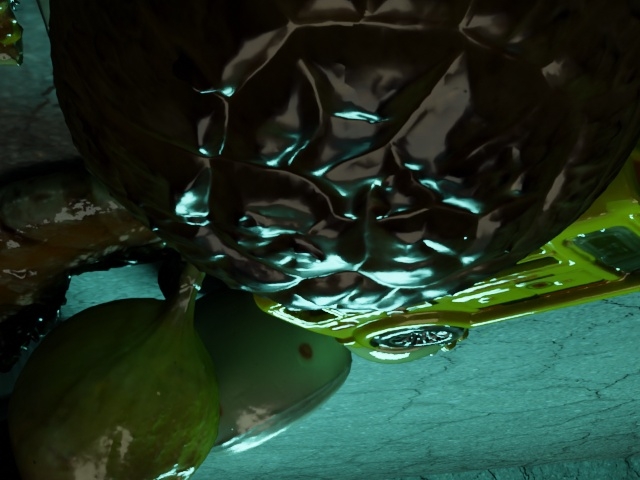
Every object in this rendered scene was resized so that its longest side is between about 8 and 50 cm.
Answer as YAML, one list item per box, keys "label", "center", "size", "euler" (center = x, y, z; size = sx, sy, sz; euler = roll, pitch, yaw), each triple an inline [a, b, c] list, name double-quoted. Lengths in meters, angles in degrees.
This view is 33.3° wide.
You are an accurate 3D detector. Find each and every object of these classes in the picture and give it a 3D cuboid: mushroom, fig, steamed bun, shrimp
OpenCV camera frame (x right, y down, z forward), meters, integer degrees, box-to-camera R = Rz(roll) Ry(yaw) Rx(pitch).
- label: "mushroom"
  center: [0.018, -0.067, 0.435]
  size: [0.253, 0.153, 0.253]
  euler: [-3, 143, -2]
- label: "fig"
  center: [-0.132, 0.086, 0.778]
  size: [0.159, 0.159, 0.257]
  euler: [7, 126, -33]
- label: "steamed bun"
  center: [-0.067, 0.103, 0.954]
  size: [0.177, 0.131, 0.228]
  euler: [-29, -179, -5]
- label: "shrimp"
  center: [-0.183, 0.033, 0.854]
  size: [0.233, 0.071, 0.365]
  euler: [-4, 157, -24]

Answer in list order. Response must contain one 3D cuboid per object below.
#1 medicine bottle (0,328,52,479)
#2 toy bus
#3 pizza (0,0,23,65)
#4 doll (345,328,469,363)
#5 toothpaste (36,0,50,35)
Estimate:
- label: "medicine bottle"
  center: [-0.240, 0.246, 0.951]
  size: [0.242, 0.395, 0.242]
  euler: [-9, 127, -12]
- label: "toy bus"
  center: [0.118, -0.036, 0.614]
  size: [0.330, 0.144, 0.152]
  euler: [-17, 157, 34]
- label: "pizza"
  center: [-0.182, -0.115, 0.445]
  size: [0.131, 0.041, 0.178]
  euler: [-18, 158, 27]
- label: "doll"
  center: [0.077, 0.049, 0.885]
  size: [0.141, 0.117, 0.296]
  euler: [-43, 164, -6]
- label: "toothpaste"
  center: [-0.001, -0.107, 0.527]
  size: [0.268, 0.047, 0.069]
  euler: [-4, 172, 3]
